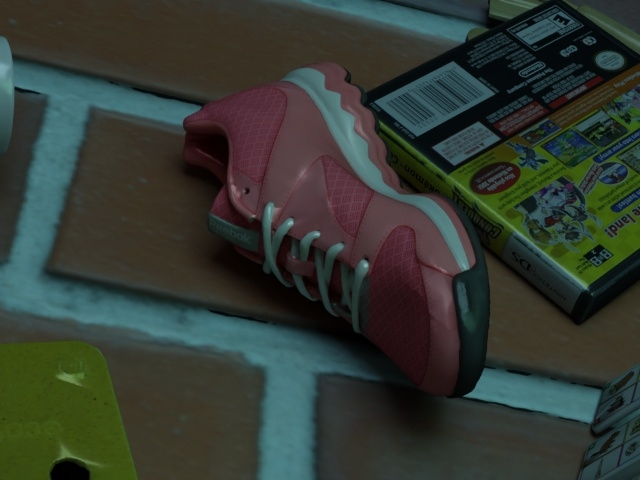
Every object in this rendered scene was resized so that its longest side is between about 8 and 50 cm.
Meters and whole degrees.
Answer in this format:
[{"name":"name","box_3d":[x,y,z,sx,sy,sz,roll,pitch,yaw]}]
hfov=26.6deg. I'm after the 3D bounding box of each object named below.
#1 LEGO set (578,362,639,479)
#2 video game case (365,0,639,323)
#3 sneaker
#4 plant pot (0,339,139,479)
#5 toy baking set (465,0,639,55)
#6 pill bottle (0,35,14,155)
[{"name":"LEGO set","box_3d":[0.251,0.097,0.786,0.060,0.244,0.182,42,38,-8]},{"name":"video game case","box_3d":[0.198,-0.079,1.087,0.275,0.035,0.248,-30,60,-36]},{"name":"sneaker","box_3d":[0.000,0.000,0.896,0.136,0.116,0.314,-12,42,-21]},{"name":"plant pot","box_3d":[-0.162,0.156,0.561,0.212,0.187,0.212,0,43,-24]},{"name":"toy baking set","box_3d":[0.243,-0.145,1.215,0.256,0.030,0.197,32,44,17]},{"name":"pill bottle","box_3d":[-0.298,-0.095,0.854,0.193,0.108,0.108,0,43,-24]}]
